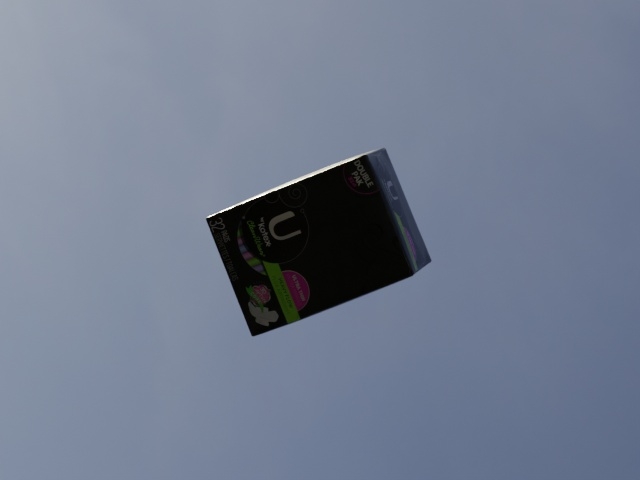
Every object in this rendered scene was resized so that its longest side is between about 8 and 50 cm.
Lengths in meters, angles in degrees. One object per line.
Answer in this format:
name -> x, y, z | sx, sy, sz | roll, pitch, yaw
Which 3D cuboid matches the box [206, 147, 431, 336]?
box -> 0.000, 0.000, 0.842 | 0.083, 0.052, 0.062 | -21, -88, 13
